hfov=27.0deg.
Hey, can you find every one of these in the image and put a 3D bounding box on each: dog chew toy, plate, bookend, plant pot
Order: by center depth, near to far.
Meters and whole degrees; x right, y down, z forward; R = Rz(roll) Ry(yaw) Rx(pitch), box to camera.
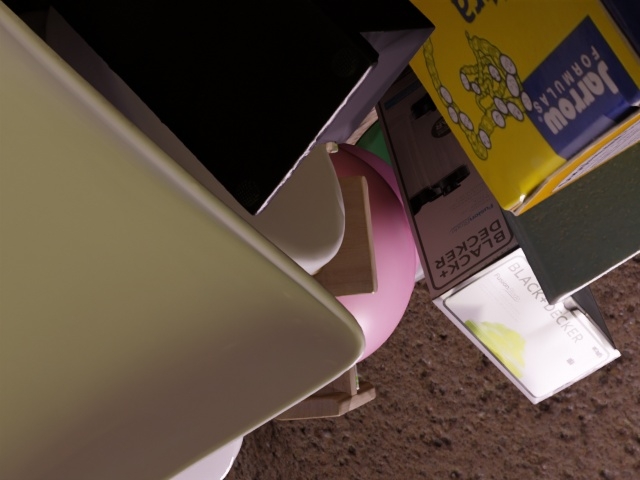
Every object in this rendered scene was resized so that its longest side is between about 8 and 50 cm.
[{"bbox_3d":[-0.170,0.016,0.507,0.278,0.277,0.045,-35,-152,24],"label":"plate"},{"bbox_3d":[-0.019,-0.100,0.522,0.072,0.156,0.157,-51,165,27],"label":"bookend"},{"bbox_3d":[0.226,-0.130,1.003,0.247,0.252,0.247,-34,172,17],"label":"plant pot"},{"bbox_3d":[0.000,0.000,1.215,0.206,0.207,0.332,-34,-179,19],"label":"dog chew toy"}]

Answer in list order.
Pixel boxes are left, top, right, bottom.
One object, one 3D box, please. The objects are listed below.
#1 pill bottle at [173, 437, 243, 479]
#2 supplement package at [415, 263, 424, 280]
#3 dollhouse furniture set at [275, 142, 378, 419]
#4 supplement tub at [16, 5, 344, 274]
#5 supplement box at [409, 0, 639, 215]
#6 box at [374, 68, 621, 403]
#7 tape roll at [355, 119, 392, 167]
[{"bbox_3d":[-0.181,0.209,1.616,0.169,0.169,0.301,-31,-168,-6],"label":"pill bottle"},{"bbox_3d":[0.174,-0.058,1.739,0.244,0.134,0.139,-37,171,39],"label":"supplement package"},{"bbox_3d":[-0.075,0.008,0.896,0.242,0.212,0.161,-6,180,19],"label":"dollhouse furniture set"},{"bbox_3d":[-0.144,0.011,0.650,0.272,0.191,0.191,-35,172,23],"label":"supplement tub"},{"bbox_3d":[0.222,-0.200,0.748,0.356,0.195,0.194,-30,172,-20],"label":"supplement box"},{"bbox_3d":[0.146,-0.020,1.161,0.087,0.290,0.169,-33,128,17],"label":"box"},{"bbox_3d":[0.188,-0.145,1.451,0.321,0.077,0.321,-32,172,-5],"label":"tape roll"}]
